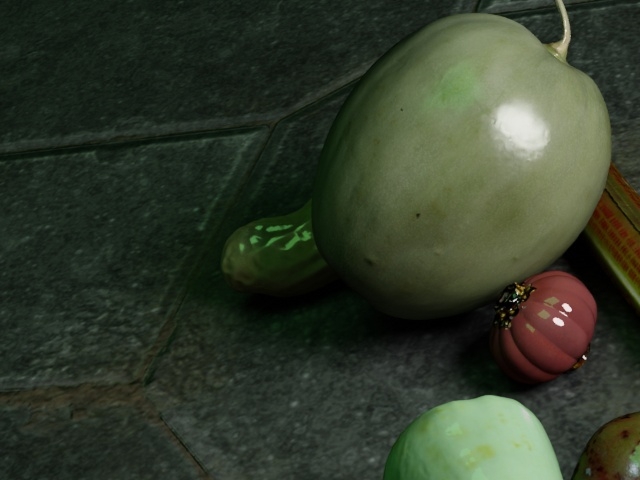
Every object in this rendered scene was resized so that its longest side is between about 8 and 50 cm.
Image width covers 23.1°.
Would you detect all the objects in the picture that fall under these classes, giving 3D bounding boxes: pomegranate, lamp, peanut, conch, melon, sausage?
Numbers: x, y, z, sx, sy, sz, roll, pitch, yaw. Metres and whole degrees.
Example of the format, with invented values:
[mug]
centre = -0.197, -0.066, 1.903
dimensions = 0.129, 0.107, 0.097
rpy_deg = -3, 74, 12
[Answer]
[pomegranate]
centre = 0.243, 0.186, 1.175
dimensions = 0.130, 0.130, 0.130
rpy_deg = -14, 33, 9
[lamp]
centre = 0.197, 0.077, 1.388
dimensions = 0.107, 0.092, 0.107
rpy_deg = -48, 12, 14
[peanut]
centre = 0.000, 0.000, 1.607
dimensions = 0.214, 0.098, 0.090
rpy_deg = -22, 38, 1
[conch]
centre = 0.124, 0.227, 1.166
dimensions = 0.143, 0.137, 0.250
rpy_deg = -27, 49, 15
[melon]
centre = 0.131, -0.069, 1.456
dimensions = 0.308, 0.272, 0.271
rpy_deg = -35, 23, 29
[sausage]
centre = 0.303, 0.026, 1.430
dimensions = 0.082, 0.082, 0.371
rpy_deg = -21, 33, -2
